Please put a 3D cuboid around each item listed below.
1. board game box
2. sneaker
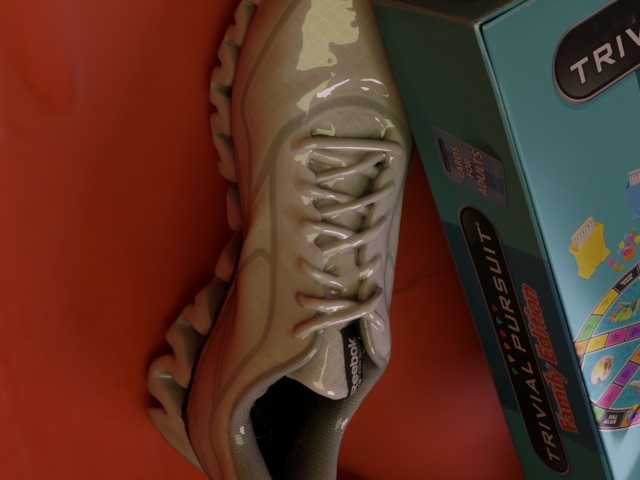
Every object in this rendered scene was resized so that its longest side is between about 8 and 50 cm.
[{"bbox_3d":[0.187,-0.019,0.818,0.254,0.079,0.336,-32,120,-22],"label":"board game box"},{"bbox_3d":[0.000,0.000,0.787,0.110,0.118,0.292,3,114,-21],"label":"sneaker"}]
